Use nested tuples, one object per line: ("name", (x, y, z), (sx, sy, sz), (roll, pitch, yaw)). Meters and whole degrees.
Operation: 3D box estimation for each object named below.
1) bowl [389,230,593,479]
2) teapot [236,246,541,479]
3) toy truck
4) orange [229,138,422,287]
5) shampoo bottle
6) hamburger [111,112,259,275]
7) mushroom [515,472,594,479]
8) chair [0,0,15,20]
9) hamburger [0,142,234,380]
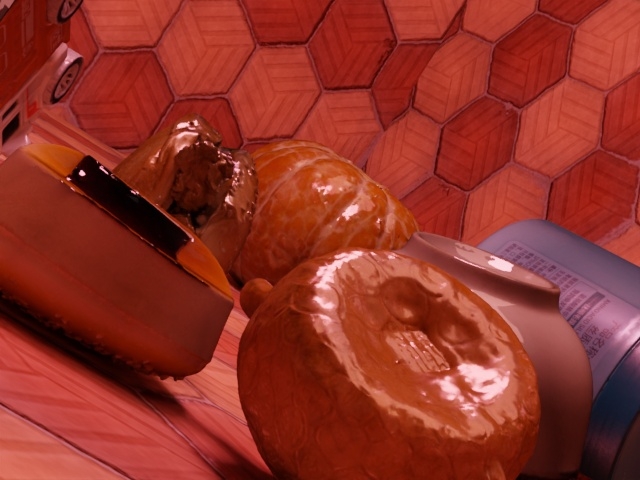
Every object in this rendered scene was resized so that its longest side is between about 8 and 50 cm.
("bowl", (0.148, 0.106, 1.739), (0.354, 0.185, 0.354), (20, 8, -3))
("teapot", (0.038, 0.128, 1.073), (0.203, 0.167, 0.311), (-6, 48, -41))
("toy truck", (-0.365, -0.221, 1.652), (0.173, 0.207, 0.387), (32, -24, 5))
("orange", (0.000, 0.000, 2.369), (0.329, 0.249, 0.329), (33, 10, -6))
("shampoo bottle", (0.350, 0.180, 2.137), (0.343, 0.331, 0.331), (31, 1, 37))
("hamburger", (-0.134, -0.013, 1.337), (0.122, 0.189, 0.215), (42, -2, -13))
("mushroom", (0.247, 0.270, 1.866), (0.135, 0.080, 0.170), (43, -2, -35))
("chair", (-0.372, -0.128, 1.296), (0.160, 0.319, 0.186), (34, -43, -13))
("hamburger", (-0.162, 0.020, 1.143), (0.210, 0.116, 0.173), (36, 9, -13))
